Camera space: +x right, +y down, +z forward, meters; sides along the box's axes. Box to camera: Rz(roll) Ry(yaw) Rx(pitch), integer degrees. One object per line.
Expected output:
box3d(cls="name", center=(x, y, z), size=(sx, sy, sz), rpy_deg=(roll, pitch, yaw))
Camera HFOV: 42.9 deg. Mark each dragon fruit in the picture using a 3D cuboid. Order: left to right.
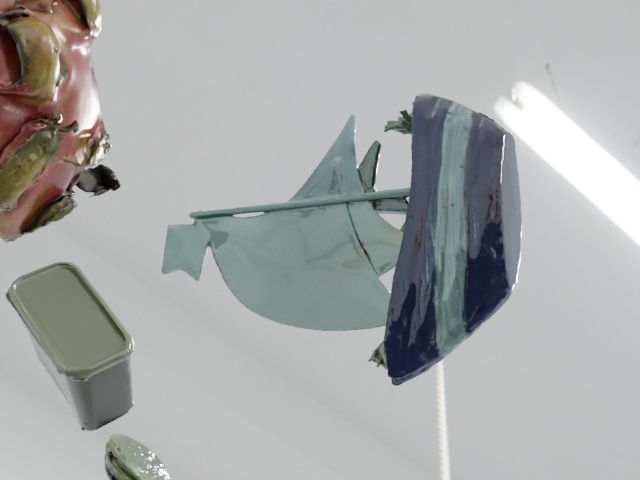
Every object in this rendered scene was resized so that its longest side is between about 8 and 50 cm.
box3d(cls="dragon fruit", center=(-0.307, -0.140, 0.727), size=(0.269, 0.250, 0.291), rpy_deg=(36, -64, -4))

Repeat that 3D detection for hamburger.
box3d(cls="hamburger", center=(-0.346, 0.424, 1.515), size=(0.062, 0.133, 0.140), rpy_deg=(-48, -50, 1))

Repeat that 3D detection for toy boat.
box3d(cls="toy boat", center=(0.018, -0.025, 0.607), size=(0.291, 0.210, 0.070), rpy_deg=(20, -17, 37))

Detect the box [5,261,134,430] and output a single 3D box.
box3d(cls="box", center=(-0.432, 0.185, 1.426), size=(0.138, 0.274, 0.178), rpy_deg=(-23, -42, -29))
